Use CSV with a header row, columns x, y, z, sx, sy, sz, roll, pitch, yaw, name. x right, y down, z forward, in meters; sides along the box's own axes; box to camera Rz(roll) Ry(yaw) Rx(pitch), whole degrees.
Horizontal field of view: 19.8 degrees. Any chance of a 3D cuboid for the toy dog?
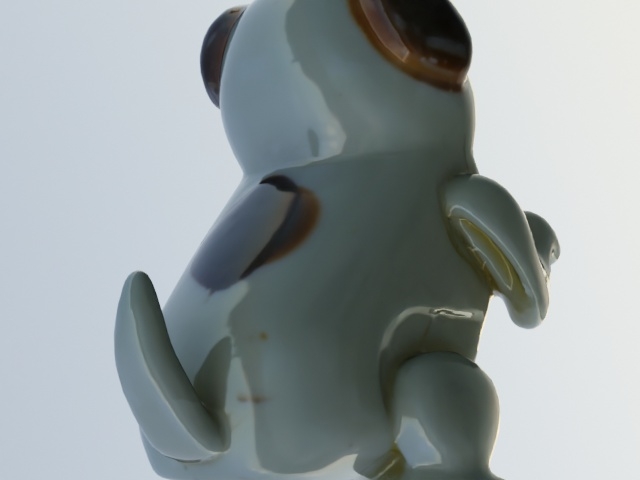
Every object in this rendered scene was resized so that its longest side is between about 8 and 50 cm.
x,y,z,sx,sy,sz,roll,pitch,yaw,name
0.000,0.000,1.364,0.395,0.284,0.408,20,-111,-35,toy dog
